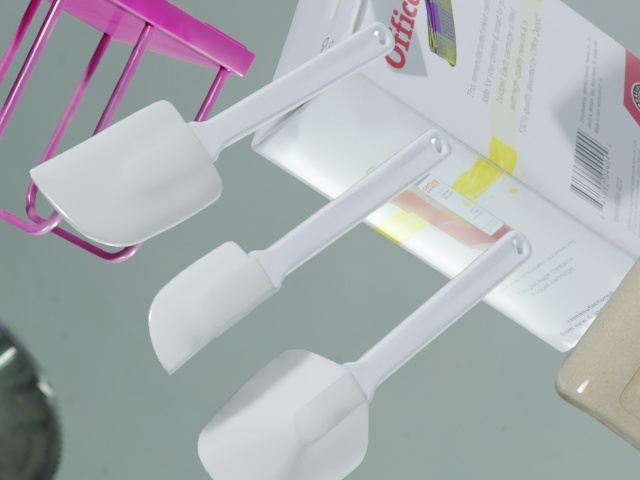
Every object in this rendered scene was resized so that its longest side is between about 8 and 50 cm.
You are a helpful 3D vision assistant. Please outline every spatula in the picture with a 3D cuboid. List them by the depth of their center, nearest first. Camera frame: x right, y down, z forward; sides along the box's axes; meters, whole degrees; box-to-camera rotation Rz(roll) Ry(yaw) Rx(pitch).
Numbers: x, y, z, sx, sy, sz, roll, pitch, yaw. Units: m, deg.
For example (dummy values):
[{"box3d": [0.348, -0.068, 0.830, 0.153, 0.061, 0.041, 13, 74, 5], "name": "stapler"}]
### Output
[{"box3d": [0.000, 0.000, 0.700, 0.019, 0.242, 0.168, -35, 90, 41], "name": "spatula"}]

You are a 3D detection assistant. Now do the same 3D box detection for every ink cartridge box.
[{"box3d": [0.152, -0.118, 1.568, 0.385, 0.279, 0.160, 33, 135, -19], "name": "ink cartridge box"}]

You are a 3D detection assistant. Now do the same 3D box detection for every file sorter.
[{"box3d": [-0.240, -0.126, 1.115, 0.291, 0.182, 0.202, 28, 176, -37], "name": "file sorter"}]

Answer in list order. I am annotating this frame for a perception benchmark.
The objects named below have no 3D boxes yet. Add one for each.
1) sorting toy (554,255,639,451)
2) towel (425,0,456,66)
[{"box3d": [0.283, 0.025, 0.789, 0.229, 0.307, 0.041, 34, 156, 14], "name": "sorting toy"}, {"box3d": [0.097, -0.188, 1.353, 0.009, 0.060, 0.083, -10, 82, 21], "name": "towel"}]
